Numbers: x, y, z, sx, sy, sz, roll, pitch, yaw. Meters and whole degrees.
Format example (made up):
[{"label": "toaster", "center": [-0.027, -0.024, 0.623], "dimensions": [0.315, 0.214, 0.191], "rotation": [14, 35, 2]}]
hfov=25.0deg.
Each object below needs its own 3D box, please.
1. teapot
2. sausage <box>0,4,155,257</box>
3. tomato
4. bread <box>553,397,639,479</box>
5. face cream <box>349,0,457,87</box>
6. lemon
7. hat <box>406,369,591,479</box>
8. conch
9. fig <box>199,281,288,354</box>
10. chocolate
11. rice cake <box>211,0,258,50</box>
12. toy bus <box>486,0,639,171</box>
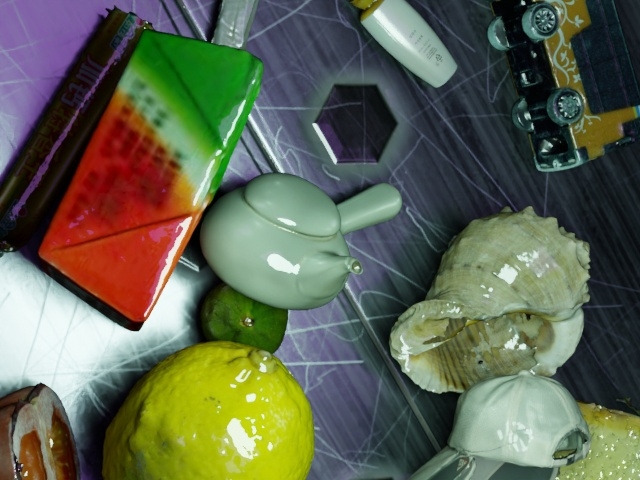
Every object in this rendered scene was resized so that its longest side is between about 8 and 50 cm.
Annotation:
[{"label": "teapot", "center": [-0.031, -0.021, 1.949], "dimensions": [0.220, 0.318, 0.149], "rotation": [29, 113, 3]}, {"label": "sausage", "center": [-0.339, -0.136, 1.889], "dimensions": [0.082, 0.082, 0.371], "rotation": [33, 80, -17]}, {"label": "tomato", "center": [-0.383, 0.293, 1.820], "dimensions": [0.112, 0.228, 0.199], "rotation": [-15, 93, 9]}, {"label": "bread", "center": [0.443, 0.359, 2.188], "dimensions": [0.315, 0.279, 0.248], "rotation": [31, 77, -61]}, {"label": "face cream", "center": [0.120, -0.297, 2.069], "dimensions": [0.182, 0.051, 0.072], "rotation": [42, 78, -17]}, {"label": "lemon", "center": [-0.138, 0.266, 1.848], "dimensions": [0.268, 0.322, 0.268], "rotation": [20, 43, -20]}, {"label": "hat", "center": [0.241, 0.284, 2.022], "dimensions": [0.232, 0.275, 0.161], "rotation": [10, 53, -41]}, {"label": "conch", "center": [0.245, 0.091, 2.055], "dimensions": [0.324, 0.186, 0.263], "rotation": [-19, 113, -2]}, {"label": "fig", "center": [-0.096, 0.103, 1.937], "dimensions": [0.123, 0.156, 0.123], "rotation": [1, 85, -16]}, {"label": "chocolate", "center": [-0.215, -0.071, 1.794], "dimensions": [0.161, 0.360, 0.341], "rotation": [25, 82, -5]}, {"label": "rice cake", "center": [-0.101, -0.356, 1.989], "dimensions": [0.055, 0.049, 0.270], "rotation": [14, 85, 2]}, {"label": "toy bus", "center": [0.365, -0.251, 2.117], "dimensions": [0.167, 0.138, 0.275], "rotation": [-18, 94, -21]}]
